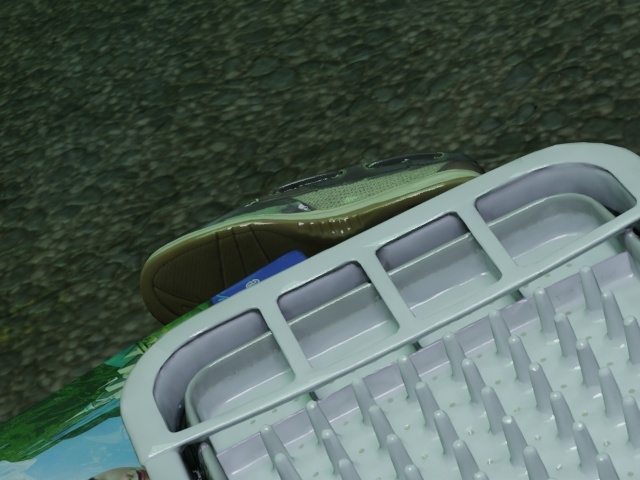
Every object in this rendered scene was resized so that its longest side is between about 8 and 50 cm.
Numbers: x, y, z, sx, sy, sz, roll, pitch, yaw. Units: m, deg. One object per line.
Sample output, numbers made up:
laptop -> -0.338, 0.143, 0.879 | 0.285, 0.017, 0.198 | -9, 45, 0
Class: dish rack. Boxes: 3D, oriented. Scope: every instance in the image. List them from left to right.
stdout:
dish rack -> 0.076, 0.100, 0.884 | 0.286, 0.072, 0.333 | -26, 33, -5

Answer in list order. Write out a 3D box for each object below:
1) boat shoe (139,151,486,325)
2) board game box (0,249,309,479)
boat shoe -> 0.000, -0.001, 1.213 | 0.224, 0.080, 0.073 | -16, 26, 4
board game box -> -0.070, 0.164, 1.013 | 0.318, 0.066, 0.319 | -32, 32, -12
